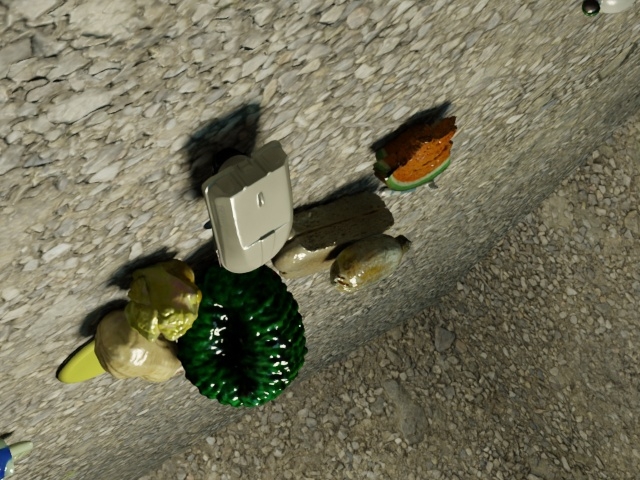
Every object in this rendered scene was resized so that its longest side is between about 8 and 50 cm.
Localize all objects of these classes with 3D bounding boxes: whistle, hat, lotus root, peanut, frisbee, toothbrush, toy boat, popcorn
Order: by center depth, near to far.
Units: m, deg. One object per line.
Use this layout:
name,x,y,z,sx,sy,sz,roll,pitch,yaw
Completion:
toy boat,-0.114,-0.048,1.342,0.141,0.140,0.269,-31,165,-17
popcorn,-0.262,0.102,1.518,0.126,0.126,0.145,-65,169,25
peanut,-0.334,0.202,1.664,0.123,0.123,0.256,-35,157,-1
hat,-0.130,0.148,1.757,0.332,0.242,0.274,-59,157,-71
frisbee,-0.408,0.214,1.781,0.236,0.017,0.236,-33,166,-9
whistle,-0.666,0.444,1.789,0.110,0.092,0.244,-46,162,23
lotus root,0.104,0.039,1.822,0.192,0.088,0.113,-23,157,-29
toothbrush,0.208,-0.117,2.098,0.019,0.025,0.276,-42,165,29

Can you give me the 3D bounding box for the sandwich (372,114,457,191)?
sandwich,0.176,-0.171,1.757,0.235,0.079,0.159,-29,156,-37

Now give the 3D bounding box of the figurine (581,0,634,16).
figurine,0.489,-0.445,1.526,0.147,0.093,0.197,-59,155,5

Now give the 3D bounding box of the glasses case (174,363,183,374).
glasses case,-0.350,0.314,2.248,0.083,0.021,0.032,-30,164,-20

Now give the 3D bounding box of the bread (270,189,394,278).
bread,0.004,0.003,1.863,0.337,0.102,0.183,-17,158,-49
